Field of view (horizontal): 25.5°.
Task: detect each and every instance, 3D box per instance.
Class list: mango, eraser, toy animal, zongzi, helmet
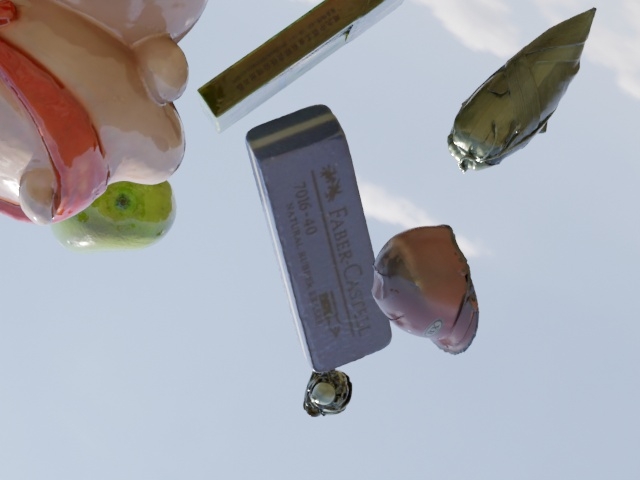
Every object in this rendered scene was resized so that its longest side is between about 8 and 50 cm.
[{"bbox_3d":[-0.223,-0.025,1.488,0.117,0.163,0.089,-9,-99,-50],"label":"mango"},{"bbox_3d":[0.000,0.000,1.213,0.082,0.225,0.036,-20,-156,-15],"label":"eraser"},{"bbox_3d":[-0.149,-0.107,0.813,0.171,0.198,0.171,30,-177,-2],"label":"toy animal"},{"bbox_3d":[0.145,-0.110,1.023,0.055,0.119,0.109,41,-134,11],"label":"zongzi"},{"bbox_3d":[0.058,0.029,0.852,0.049,0.065,0.084,2,-129,-29],"label":"helmet"}]

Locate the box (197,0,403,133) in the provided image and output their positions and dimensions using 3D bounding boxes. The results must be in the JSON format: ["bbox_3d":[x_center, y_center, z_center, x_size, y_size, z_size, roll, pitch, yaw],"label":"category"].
[{"bbox_3d":[-0.012,-0.157,1.130,0.030,0.193,0.121,55,177,-1],"label":"box"}]

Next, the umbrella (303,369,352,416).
[{"bbox_3d":[0.008,0.185,1.733,0.062,0.067,0.143,47,-179,6],"label":"umbrella"}]
